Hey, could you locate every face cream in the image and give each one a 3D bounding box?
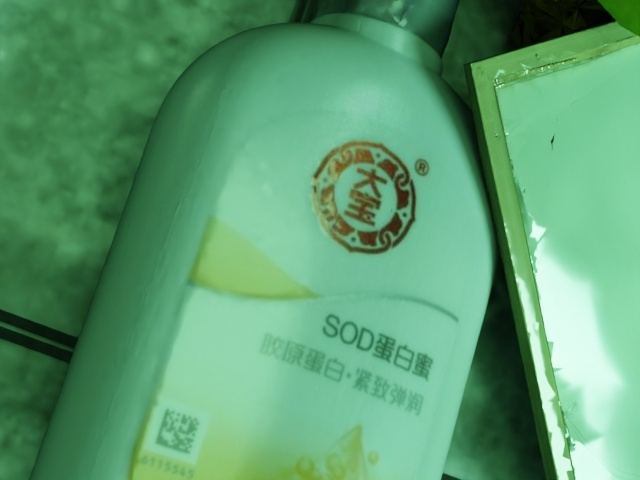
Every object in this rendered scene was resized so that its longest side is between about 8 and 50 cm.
[{"bbox_3d":[0.000,0.000,0.547,0.144,0.071,0.291,25,71,-19],"label":"face cream"}]

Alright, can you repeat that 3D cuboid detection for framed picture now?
[{"bbox_3d":[0.130,0.014,0.581,0.136,0.010,0.201,-19,103,-26],"label":"framed picture"}]

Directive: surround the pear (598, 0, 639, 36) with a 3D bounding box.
[{"bbox_3d":[0.177,-0.214,0.583,0.288,0.139,0.239,-33,54,-27],"label":"pear"}]

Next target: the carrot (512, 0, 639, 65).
[{"bbox_3d":[0.175,-0.133,0.636,0.228,0.069,0.069,-32,90,-23],"label":"carrot"}]
